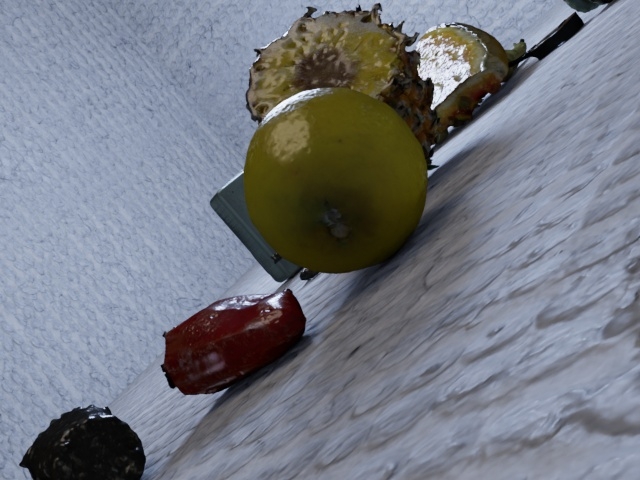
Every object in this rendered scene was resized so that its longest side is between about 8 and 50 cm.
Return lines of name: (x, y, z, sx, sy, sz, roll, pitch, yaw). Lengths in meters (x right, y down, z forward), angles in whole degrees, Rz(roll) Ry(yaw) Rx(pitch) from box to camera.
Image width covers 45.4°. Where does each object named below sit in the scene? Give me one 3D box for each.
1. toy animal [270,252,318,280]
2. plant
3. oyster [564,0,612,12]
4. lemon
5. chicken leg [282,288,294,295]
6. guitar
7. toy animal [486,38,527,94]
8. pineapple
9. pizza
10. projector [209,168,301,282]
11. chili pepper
toy animal: (0.000, 0.000, 1.455, 0.148, 0.084, 0.232, -43, 1, -31)
plant: (-0.307, 0.289, 1.004, 0.129, 0.132, 0.194, -40, 8, -27)
oyster: (0.607, -0.613, 1.578, 0.351, 0.162, 0.158, -45, 25, -13)
lemon: (0.018, -0.067, 0.969, 0.240, 0.240, 0.219, -40, 17, 20)
chicken leg: (-0.123, 0.138, 1.400, 0.089, 0.048, 0.219, -48, 7, -32)
guitar: (0.462, -0.409, 1.679, 0.084, 0.038, 0.271, -44, 7, -33)
toy animal: (0.445, -0.435, 1.883, 0.101, 0.103, 0.218, -16, 16, 32)
pineapple: (0.050, -0.216, 1.365, 0.352, 0.300, 0.353, -15, 50, 19)
pizza: (0.265, -0.316, 1.803, 0.406, 0.130, 0.440, -56, 21, 15)
projector: (-0.108, -0.054, 1.786, 0.192, 0.257, 0.099, -43, 4, -28)
chili pepper: (-0.089, 0.123, 1.003, 0.144, 0.136, 0.252, 14, -26, -39)
